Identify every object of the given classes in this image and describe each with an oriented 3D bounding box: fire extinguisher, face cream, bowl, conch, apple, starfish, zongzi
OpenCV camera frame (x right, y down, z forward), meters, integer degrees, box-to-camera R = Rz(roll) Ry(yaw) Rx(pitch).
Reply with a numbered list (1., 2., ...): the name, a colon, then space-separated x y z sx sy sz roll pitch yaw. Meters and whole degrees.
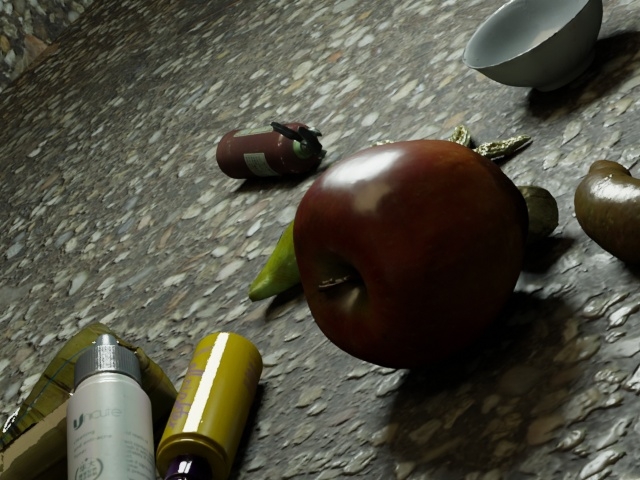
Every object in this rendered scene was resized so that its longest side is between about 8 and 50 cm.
1. fire extinguisher: -0.067 -0.128 2.390 0.231 0.099 0.071 -2 62 58
2. face cream: -0.213 0.211 1.798 0.092 0.092 0.311 -30 40 19
3. face cream: -0.121 0.200 1.811 0.078 0.078 0.273 -28 23 25
4. bowl: 0.270 -0.233 2.082 0.189 0.086 0.189 -32 23 15
5. conch: -0.001 -0.004 2.065 0.201 0.079 0.095 -39 -3 17
6. apple: 0.095 0.007 1.695 0.230 0.230 0.230 -32 21 14
7. starfish: 0.143 -0.100 2.042 0.208 0.053 0.176 5 29 26
8. zongzi: -0.311 0.205 2.028 0.260 0.123 0.289 -40 25 -14

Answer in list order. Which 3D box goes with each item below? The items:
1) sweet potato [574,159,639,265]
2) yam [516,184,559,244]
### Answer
1. sweet potato: 0.298 -0.026 1.623 0.108 0.079 0.346 -12 14 -15
2. yam: 0.132 -0.017 1.876 0.317 0.067 0.071 -6 63 56
